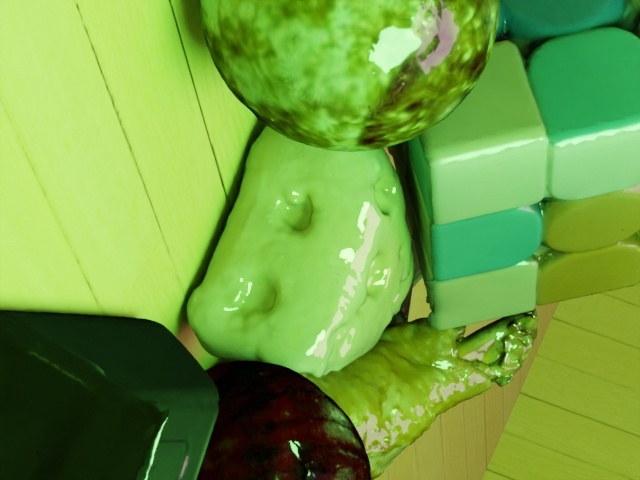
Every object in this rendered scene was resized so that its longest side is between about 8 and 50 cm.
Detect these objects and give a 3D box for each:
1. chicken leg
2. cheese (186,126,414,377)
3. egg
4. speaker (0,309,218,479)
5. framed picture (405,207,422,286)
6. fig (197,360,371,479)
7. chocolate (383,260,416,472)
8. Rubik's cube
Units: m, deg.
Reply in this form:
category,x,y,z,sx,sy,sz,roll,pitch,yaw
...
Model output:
category,x,y,z,sx,sy,sz,roll,pitch,yaw
chicken leg,0.041,0.155,1.862,0.409,0.182,0.295,-24,180,-15
cheese,0.002,0.000,1.700,0.248,0.174,0.251,6,98,-72
egg,0.032,-0.189,1.417,0.289,0.238,0.238,11,99,-61
speaker,-0.158,0.164,1.327,0.388,0.184,0.180,14,95,-75
framed picture,0.136,-0.020,2.385,0.289,0.020,0.211,-40,146,-62
fig,-0.020,0.213,1.566,0.186,0.249,0.203,-27,-117,51
chocolate,0.060,0.147,2.186,0.321,0.112,0.112,93,15,-45
Rubik's cube,0.232,-0.159,1.730,0.347,0.344,0.346,83,-6,-62
